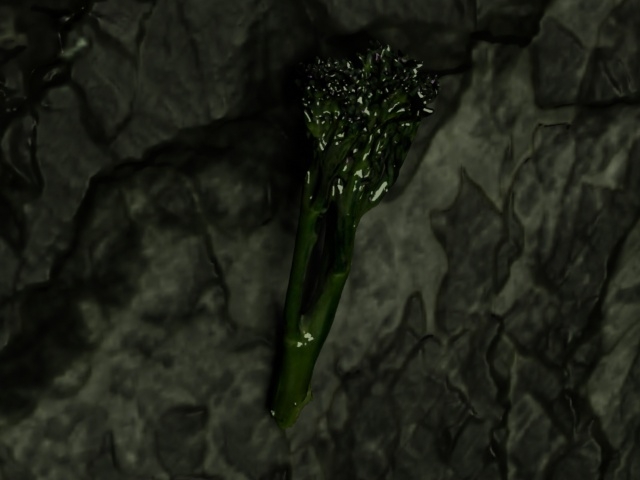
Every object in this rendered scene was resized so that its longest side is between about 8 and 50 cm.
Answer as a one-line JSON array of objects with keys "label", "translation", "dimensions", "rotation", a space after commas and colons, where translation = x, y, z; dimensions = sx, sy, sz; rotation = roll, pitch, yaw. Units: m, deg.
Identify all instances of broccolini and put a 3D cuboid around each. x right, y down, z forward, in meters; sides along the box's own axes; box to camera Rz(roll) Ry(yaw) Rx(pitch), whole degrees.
[{"label": "broccolini", "translation": [-0.001, -0.004, 0.960], "dimensions": [0.074, 0.058, 0.201], "rotation": [13, 113, -16]}]
